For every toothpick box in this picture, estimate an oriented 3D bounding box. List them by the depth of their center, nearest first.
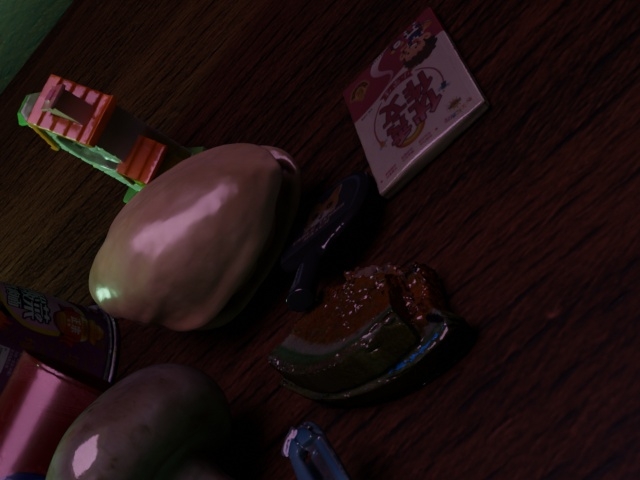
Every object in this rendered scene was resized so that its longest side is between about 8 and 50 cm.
[{"bbox_3d":[-0.364,0.330,1.187,0.204,0.204,0.333,10,73,56],"label":"toothpick box"}]

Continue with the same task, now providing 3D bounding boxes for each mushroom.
[{"bbox_3d":[-0.163,0.264,1.000,0.244,0.244,0.243,-33,40,34],"label":"mushroom"}]

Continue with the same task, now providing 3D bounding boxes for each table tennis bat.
[{"bbox_3d":[0.000,0.000,1.076,0.150,0.027,0.236,-39,18,31],"label":"table tennis bat"}]

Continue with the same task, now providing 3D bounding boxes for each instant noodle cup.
[{"bbox_3d":[-0.518,0.204,1.440,0.340,0.266,0.339,-34,40,35],"label":"instant noodle cup"}]

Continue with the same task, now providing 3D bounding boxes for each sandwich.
[{"bbox_3d":[0.046,0.090,0.944,0.235,0.079,0.159,-5,60,52],"label":"sandwich"}]

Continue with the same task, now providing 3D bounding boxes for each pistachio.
[{"bbox_3d":[-0.156,-0.003,1.190,0.318,0.193,0.214,-42,71,15],"label":"pistachio"}]

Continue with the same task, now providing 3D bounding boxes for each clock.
[{"bbox_3d":[-0.355,-0.160,1.525,0.220,0.255,0.106,4,68,55],"label":"clock"}]

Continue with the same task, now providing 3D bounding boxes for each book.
[{"bbox_3d":[0.108,-0.172,1.130,0.162,0.022,0.231,-43,35,23],"label":"book"}]

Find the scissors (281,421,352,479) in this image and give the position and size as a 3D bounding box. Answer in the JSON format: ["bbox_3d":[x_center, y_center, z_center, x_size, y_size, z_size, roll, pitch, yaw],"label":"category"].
[{"bbox_3d":[0.038,0.279,0.738,0.180,0.032,0.393,-53,32,13],"label":"scissors"}]
